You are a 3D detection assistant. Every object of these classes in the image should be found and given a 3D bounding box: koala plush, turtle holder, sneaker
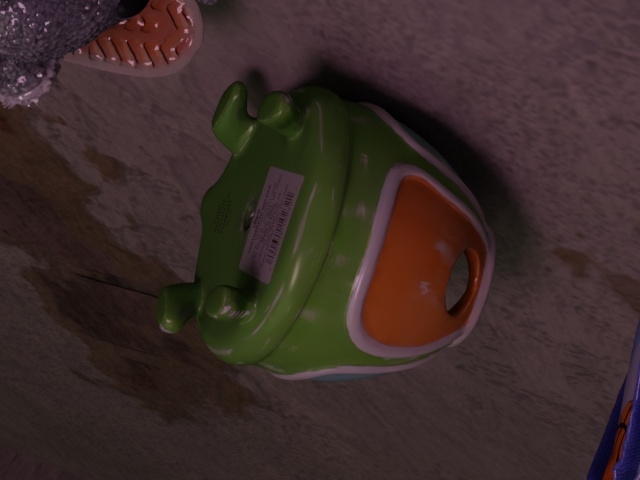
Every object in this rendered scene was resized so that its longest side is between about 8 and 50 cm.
[{"bbox_3d":[-0.170,-0.207,1.047,0.203,0.221,0.196,24,157,11],"label":"koala plush"},{"bbox_3d":[0.000,0.015,1.306,0.227,0.243,0.320,17,152,-20],"label":"turtle holder"},{"bbox_3d":[-0.240,-0.203,1.198,0.302,0.108,0.121,17,-164,-16],"label":"sneaker"}]

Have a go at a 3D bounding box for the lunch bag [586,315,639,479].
[{"bbox_3d":[0.351,0.070,0.901,0.327,0.385,0.239,23,119,10],"label":"lunch bag"}]
